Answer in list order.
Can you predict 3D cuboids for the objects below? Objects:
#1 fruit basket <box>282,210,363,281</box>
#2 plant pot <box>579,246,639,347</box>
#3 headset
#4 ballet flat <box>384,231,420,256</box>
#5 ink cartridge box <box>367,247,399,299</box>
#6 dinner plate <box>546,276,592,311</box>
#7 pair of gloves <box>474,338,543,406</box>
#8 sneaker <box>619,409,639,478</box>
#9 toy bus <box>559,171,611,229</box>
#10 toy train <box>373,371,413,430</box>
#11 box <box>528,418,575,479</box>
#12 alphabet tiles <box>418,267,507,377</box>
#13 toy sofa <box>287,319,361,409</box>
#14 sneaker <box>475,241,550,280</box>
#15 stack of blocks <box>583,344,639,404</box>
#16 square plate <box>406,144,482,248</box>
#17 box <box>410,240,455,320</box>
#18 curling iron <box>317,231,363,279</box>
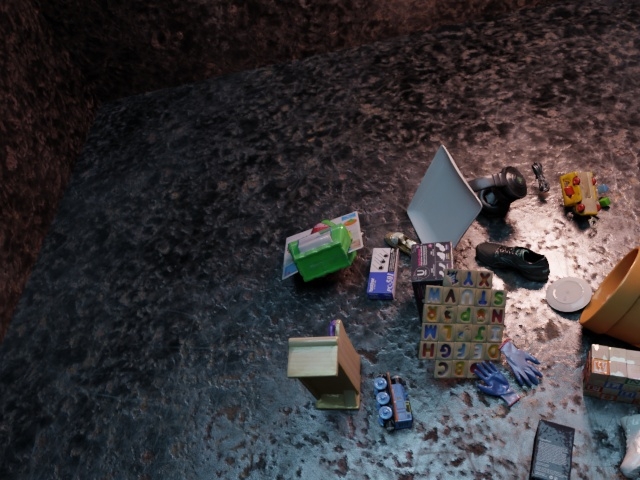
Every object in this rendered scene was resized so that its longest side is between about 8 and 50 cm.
[{"bbox_3d":[0.000,0.000,2.038,0.327,0.165,0.353,-21,29,10],"label":"fruit basket"},{"bbox_3d":[0.952,0.192,1.564,0.203,0.291,0.291,36,68,19],"label":"plant pot"},{"bbox_3d":[0.680,-0.207,1.984,0.394,0.243,0.185,-5,72,-10],"label":"headset"},{"bbox_3d":[0.330,0.009,2.023,0.206,0.067,0.073,32,68,35],"label":"ballet flat"},{"bbox_3d":[0.238,0.123,1.973,0.097,0.046,0.207,-1,52,17],"label":"ink cartridge box"},{"bbox_3d":[0.825,0.174,1.747,0.141,0.017,0.141,-22,41,20],"label":"dinner plate"},{"bbox_3d":[0.579,0.412,1.626,0.198,0.023,0.159,-39,68,-8],"label":"pair of gloves"},{"bbox_3d":[0.863,0.541,1.428,0.232,0.090,0.115,-36,44,-25],"label":"sneaker"},{"bbox_3d":[0.954,-0.156,1.941,0.202,0.191,0.104,-50,12,-24],"label":"toy bus"},{"bbox_3d":[0.227,0.504,1.650,0.105,0.080,0.184,-7,48,0],"label":"toy train"},{"bbox_3d":[0.616,0.590,1.405,0.093,0.156,0.158,9,55,22],"label":"box"},{"bbox_3d":[0.447,0.260,1.634,0.285,0.011,0.342,5,92,-16],"label":"alphabet tiles"},{"bbox_3d":[0.021,0.389,1.616,0.150,0.362,0.177,-5,57,14],"label":"toy sofa"},{"bbox_3d":[0.681,0.050,1.859,0.267,0.106,0.101,20,61,31],"label":"sneaker"},{"bbox_3d":[0.910,0.390,1.468,0.297,0.171,0.087,6,54,20],"label":"stack of blocks"},{"bbox_3d":[0.457,-0.116,1.942,0.049,0.344,0.347,2,45,-22],"label":"square plate"},{"bbox_3d":[0.388,0.140,1.779,0.142,0.247,0.163,-5,50,14],"label":"box"},{"bbox_3d":[0.076,0.054,2.084,0.274,0.035,0.068,-43,53,-18],"label":"curling iron"}]
